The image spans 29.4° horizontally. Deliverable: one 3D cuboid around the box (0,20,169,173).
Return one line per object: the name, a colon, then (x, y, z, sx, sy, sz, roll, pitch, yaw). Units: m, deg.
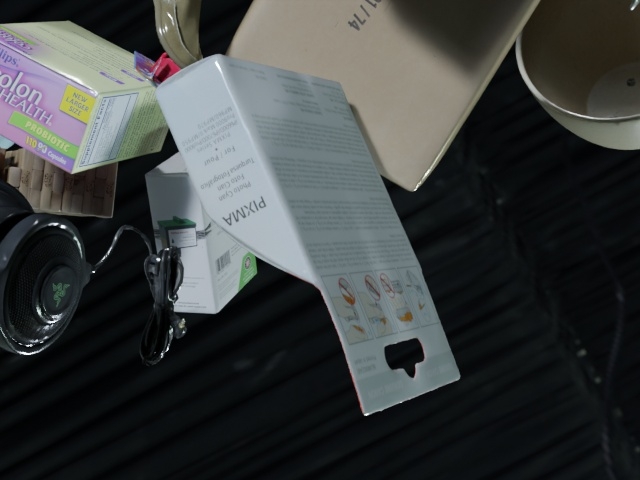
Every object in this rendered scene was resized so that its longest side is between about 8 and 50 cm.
box: (-0.343, -0.203, 1.675, 0.213, 0.117, 0.243, 28, 19, 14)

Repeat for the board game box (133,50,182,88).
board game box: (-0.171, -0.200, 1.536, 0.133, 0.033, 0.169, 35, 11, -18)

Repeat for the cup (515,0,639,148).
cup: (0.516, -0.284, 2.052, 0.237, 0.331, 0.331, 50, 16, -57)

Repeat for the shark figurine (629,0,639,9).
shark figurine: (0.335, -0.414, 1.676, 0.166, 0.278, 0.116, 93, -6, -50)

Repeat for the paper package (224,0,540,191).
paper package: (0.078, -0.277, 1.560, 0.309, 0.325, 0.168, 32, 8, -3)

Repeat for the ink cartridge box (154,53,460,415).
ink cartridge box: (0.000, 0.000, 1.313, 0.308, 0.091, 0.385, -2, 69, -66)

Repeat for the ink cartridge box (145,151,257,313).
ink cartridge box: (-0.175, -0.023, 1.828, 0.160, 0.092, 0.219, -46, 133, -61)

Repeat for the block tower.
block tower: (-0.477, -0.094, 1.817, 0.335, 0.097, 0.091, 7, 87, -32)

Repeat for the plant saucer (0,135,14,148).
plant saucer: (-0.565, -0.227, 1.967, 0.195, 0.037, 0.195, 16, 65, -38)

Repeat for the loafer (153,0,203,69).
loafer: (-0.165, -0.268, 1.431, 0.056, 0.050, 0.148, 5, 65, -68)

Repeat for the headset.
headset: (-0.308, 0.045, 1.165, 0.394, 0.185, 0.243, -2, 16, -36)
